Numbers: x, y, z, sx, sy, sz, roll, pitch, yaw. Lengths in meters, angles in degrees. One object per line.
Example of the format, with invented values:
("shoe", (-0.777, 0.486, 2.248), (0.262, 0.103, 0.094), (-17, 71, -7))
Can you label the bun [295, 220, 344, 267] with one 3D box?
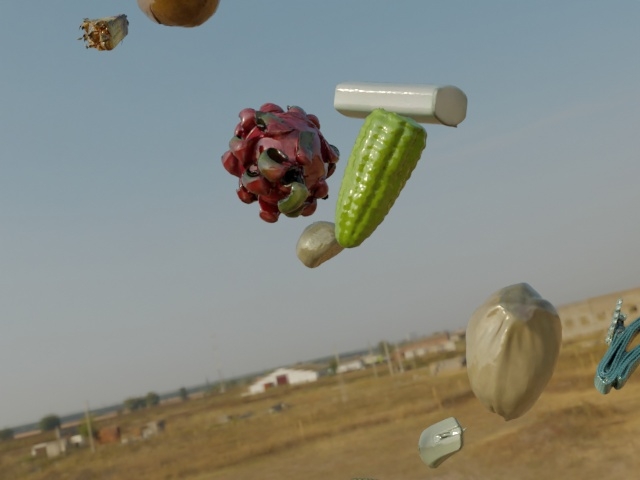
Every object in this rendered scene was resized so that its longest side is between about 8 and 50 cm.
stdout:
("bun", (0.000, 0.000, 2.442), (0.167, 0.113, 0.173), (-35, -10, -9))

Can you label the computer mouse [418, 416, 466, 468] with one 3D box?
("computer mouse", (0.281, 0.480, 2.000), (0.056, 0.089, 0.181), (6, -35, -32))

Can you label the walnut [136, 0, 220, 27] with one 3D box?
("walnut", (-0.392, -0.665, 2.260), (0.203, 0.203, 0.298), (-6, 19, -36))

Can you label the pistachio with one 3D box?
("pistachio", (0.427, 0.254, 1.893), (0.208, 0.331, 0.226), (9, 14, 18))

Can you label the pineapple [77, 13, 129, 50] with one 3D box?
("pineapple", (-0.489, -0.482, 1.912), (0.116, 0.069, 0.137), (-25, 38, -26))

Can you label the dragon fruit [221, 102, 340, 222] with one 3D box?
("dragon fruit", (-0.079, -0.131, 1.475), (0.198, 0.218, 0.273), (-11, 18, 24))

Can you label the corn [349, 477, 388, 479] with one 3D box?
("corn", (0.185, 0.605, 1.977), (0.292, 0.101, 0.101), (12, -15, -15))

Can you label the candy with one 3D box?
("candy", (0.076, -0.085, 1.204), (0.097, 0.209, 0.097), (24, 4, -2))

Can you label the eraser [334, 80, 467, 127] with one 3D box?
("eraser", (0.203, -0.347, 2.134), (0.290, 0.104, 0.189), (9, 11, 31))

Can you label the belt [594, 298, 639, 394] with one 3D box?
("belt", (0.555, 0.201, 1.568), (0.179, 0.100, 0.065), (-44, -30, -26))
